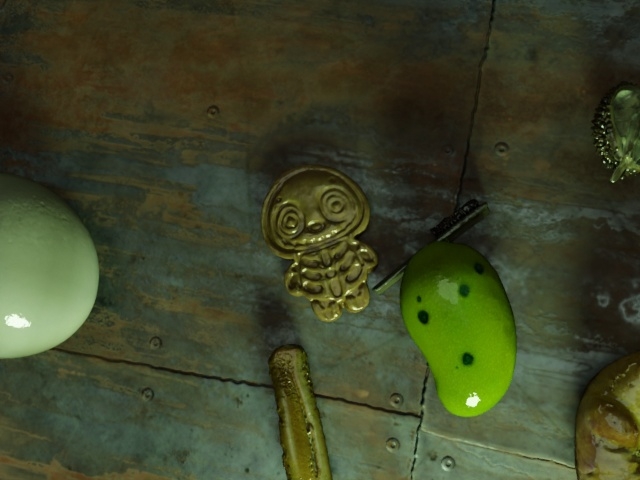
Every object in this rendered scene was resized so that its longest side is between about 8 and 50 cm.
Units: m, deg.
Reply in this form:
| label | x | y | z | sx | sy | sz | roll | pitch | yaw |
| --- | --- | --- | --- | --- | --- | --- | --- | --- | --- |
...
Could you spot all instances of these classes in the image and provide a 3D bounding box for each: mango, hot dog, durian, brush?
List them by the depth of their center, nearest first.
| label | x | y | z | sx | sy | sz | roll | pitch | yaw |
| --- | --- | --- | --- | --- | --- | --- | --- | --- | --- |
| mango | 0.228 | 0.141 | 1.144 | 0.175 | 0.143 | 0.293 | -14 | 88 | 7 |
| durian | 0.504 | -0.168 | 1.165 | 0.148 | 0.091 | 0.188 | 31 | 65 | -11 |
| hot dog | -0.036 | 0.322 | 1.194 | 0.083 | 0.068 | 0.289 | -7 | 74 | -15 |
| brush | 0.187 | 0.009 | 1.221 | 0.248 | 0.043 | 0.036 | -38 | 60 | 3 |

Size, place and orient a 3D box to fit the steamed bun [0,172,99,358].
| label | x | y | z | sx | sy | sz | roll | pitch | yaw |
| --- | --- | --- | --- | --- | --- | --- | --- | --- | --- |
| steamed bun | -0.527 | 0.037 | 1.194 | 0.206 | 0.324 | 0.324 | -23 | 76 | 30 |

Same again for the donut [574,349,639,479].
| label | x | y | z | sx | sy | sz | roll | pitch | yaw |
| --- | --- | --- | --- | --- | --- | --- | --- | --- | --- |
| donut | 0.523 | 0.323 | 1.053 | 0.299 | 0.150 | 0.317 | 35 | 89 | 13 |

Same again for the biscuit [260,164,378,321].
| label | x | y | z | sx | sy | sz | roll | pitch | yaw |
| --- | --- | --- | --- | --- | --- | --- | --- | --- | --- |
| biscuit | 0.000 | 0.000 | 1.255 | 0.202 | 0.044 | 0.288 | -15 | 76 | 7 |
